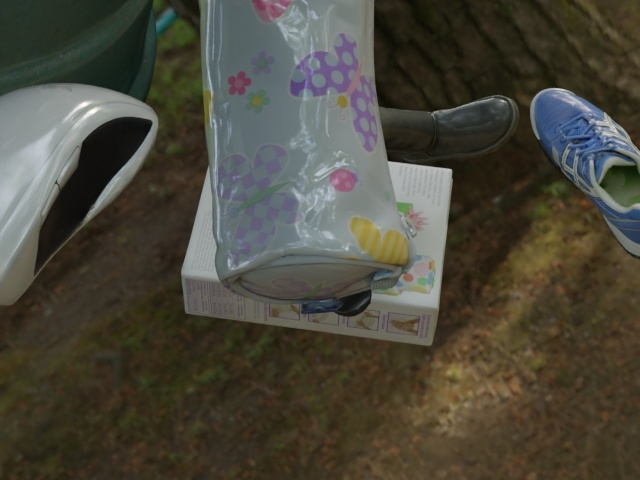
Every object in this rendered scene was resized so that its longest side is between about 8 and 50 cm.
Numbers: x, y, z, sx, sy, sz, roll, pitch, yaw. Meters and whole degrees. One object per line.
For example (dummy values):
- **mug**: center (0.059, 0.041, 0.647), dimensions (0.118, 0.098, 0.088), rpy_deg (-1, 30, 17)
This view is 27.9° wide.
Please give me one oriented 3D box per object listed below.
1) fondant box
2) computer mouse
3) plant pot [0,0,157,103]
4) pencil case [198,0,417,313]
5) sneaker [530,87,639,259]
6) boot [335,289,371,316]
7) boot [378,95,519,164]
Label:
- **fondant box**: center (0.000, 0.000, 1.709), dimensions (0.330, 0.096, 0.238), rpy_deg (7, 52, 5)
- **computer mouse**: center (-0.129, -0.005, 0.452), dimensions (0.106, 0.042, 0.193), rpy_deg (5, 44, 31)
- **plant pot**: center (-0.191, -0.234, 0.560), dimensions (0.334, 0.341, 0.341), rpy_deg (-58, 2, 47)
- **pencil case**: center (-0.014, -0.096, 0.817), dimensions (0.124, 0.113, 0.273), rpy_deg (-9, 75, 9)
- **sneaker**: center (0.275, -0.080, 1.240), dimensions (0.080, 0.081, 0.211), rpy_deg (-36, 58, -1)
- **boot**: center (-0.007, 0.003, 1.489), dimensions (0.077, 0.198, 0.137), rpy_deg (-28, -6, 4)
- **boot**: center (0.113, -0.140, 1.549), dimensions (0.189, 0.208, 0.076), rpy_deg (-21, 69, 33)
